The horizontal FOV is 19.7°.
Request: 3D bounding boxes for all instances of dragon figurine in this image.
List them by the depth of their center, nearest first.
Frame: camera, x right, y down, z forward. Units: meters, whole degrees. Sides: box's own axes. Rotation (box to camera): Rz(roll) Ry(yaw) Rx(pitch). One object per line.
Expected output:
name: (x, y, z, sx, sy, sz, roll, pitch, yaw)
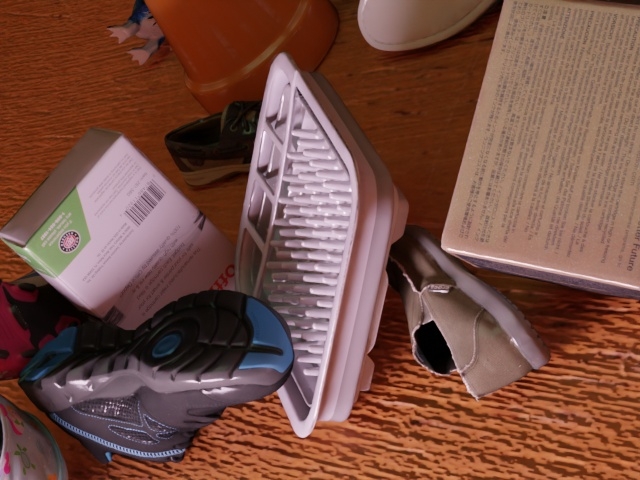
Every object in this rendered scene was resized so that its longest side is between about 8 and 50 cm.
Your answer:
dragon figurine: (-0.193, -0.321, 2.483, 0.289, 0.085, 0.144, -11, 43, 45)

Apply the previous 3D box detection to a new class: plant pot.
plant pot: (-0.113, -0.280, 2.236, 0.205, 0.188, 0.205, -30, 33, 21)

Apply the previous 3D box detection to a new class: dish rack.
dish rack: (0.000, 0.000, 1.754, 0.333, 0.072, 0.285, -118, 36, -60)

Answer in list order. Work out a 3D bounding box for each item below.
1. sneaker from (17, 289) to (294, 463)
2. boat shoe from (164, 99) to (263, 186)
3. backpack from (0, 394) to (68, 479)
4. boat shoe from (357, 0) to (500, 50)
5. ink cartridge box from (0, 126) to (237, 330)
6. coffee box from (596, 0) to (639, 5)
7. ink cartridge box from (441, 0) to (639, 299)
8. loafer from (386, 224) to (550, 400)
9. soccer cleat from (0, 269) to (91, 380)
sneaker: (-0.139, 0.140, 1.798, 0.341, 0.140, 0.125, -9, 34, 43)
boat shoe: (-0.090, -0.124, 2.125, 0.223, 0.073, 0.080, -18, 39, 37)
backpack: (-0.367, 0.272, 1.833, 0.253, 0.191, 0.225, -52, 38, 3)
boat shoe: (0.183, -0.304, 2.043, 0.319, 0.116, 0.099, -32, -12, 31)
ink cartridge box: (-0.202, 0.013, 1.944, 0.160, 0.219, 0.092, -50, 28, -13)
coffee box: (0.280, -0.157, 1.704, 0.141, 0.098, 0.246, -34, 32, 15)
ink cartridge box: (0.226, -0.079, 1.540, 0.193, 0.088, 0.235, 12, 83, 26)
loafer: (0.105, 0.063, 1.639, 0.087, 0.094, 0.251, -41, 30, -5)
soccer cleat: (-0.327, 0.100, 1.999, 0.143, 0.116, 0.331, -39, -6, 27)
